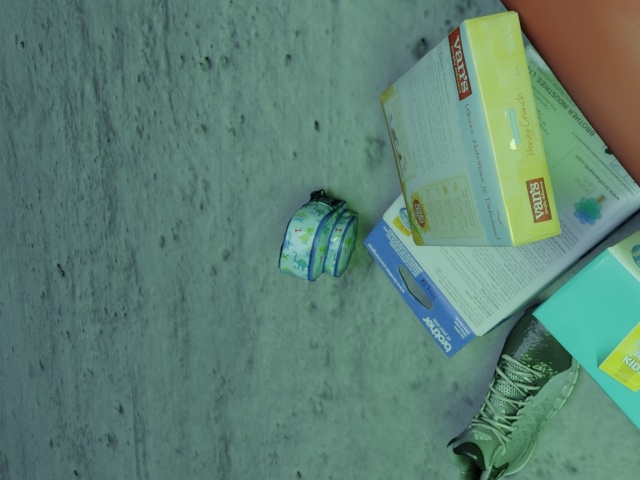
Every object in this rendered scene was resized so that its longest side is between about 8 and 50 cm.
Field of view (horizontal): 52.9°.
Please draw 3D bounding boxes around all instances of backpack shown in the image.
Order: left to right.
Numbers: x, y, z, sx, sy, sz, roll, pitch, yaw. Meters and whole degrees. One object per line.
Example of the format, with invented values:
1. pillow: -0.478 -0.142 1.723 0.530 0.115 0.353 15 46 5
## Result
1. backpack: 0.000 0.000 0.839 0.084 0.114 0.104 18 112 17

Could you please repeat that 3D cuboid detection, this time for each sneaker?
1. sneaker: 0.201 0.185 0.693 0.086 0.132 0.228 26 118 35

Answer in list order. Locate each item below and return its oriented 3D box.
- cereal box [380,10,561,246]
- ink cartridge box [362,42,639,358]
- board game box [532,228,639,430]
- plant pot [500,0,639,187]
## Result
1. cereal box: 0.122 -0.081 0.584 0.240 0.048 0.172 -179 76 -80
2. ink cartridge box: 0.192 -0.030 0.695 0.185 0.065 0.311 53 127 19
3. board game box: 0.346 0.126 0.466 0.336 0.254 0.079 51 129 20
4. plant pot: 0.284 -0.173 0.460 0.275 0.275 0.243 -25 94 43
